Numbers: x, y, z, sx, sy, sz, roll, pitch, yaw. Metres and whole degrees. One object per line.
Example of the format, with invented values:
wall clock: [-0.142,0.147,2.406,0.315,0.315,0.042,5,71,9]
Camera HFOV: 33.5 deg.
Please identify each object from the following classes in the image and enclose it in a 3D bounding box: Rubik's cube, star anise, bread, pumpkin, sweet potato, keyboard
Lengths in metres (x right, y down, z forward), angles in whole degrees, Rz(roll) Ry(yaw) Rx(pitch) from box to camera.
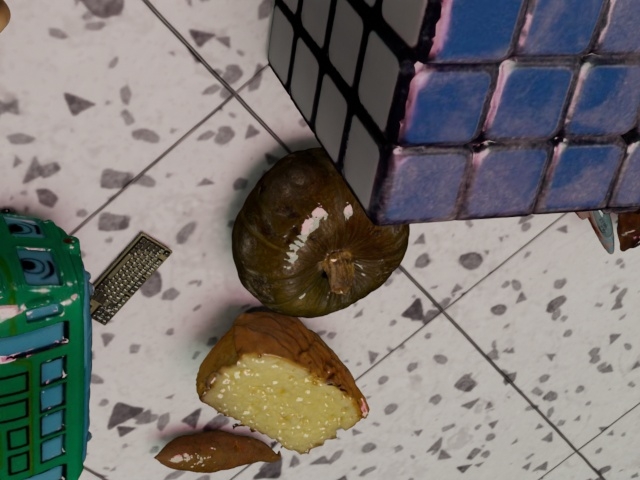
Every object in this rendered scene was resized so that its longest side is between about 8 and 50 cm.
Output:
Rubik's cube: [0.169,-0.246,1.016,0.344,0.344,0.337,-5,127,-23]
star anise: [0.460,-0.055,1.477,0.168,0.057,0.168,-25,135,-27]
bread: [-0.060,0.171,1.364,0.143,0.139,0.229,-42,131,12]
pumpkin: [0.000,0.000,1.248,0.219,0.162,0.219,-14,134,-15]
sweet potato: [-0.141,0.294,1.479,0.206,0.060,0.068,8,159,-31]
keyboard: [-0.235,0.047,1.268,0.129,0.015,0.049,-45,130,13]

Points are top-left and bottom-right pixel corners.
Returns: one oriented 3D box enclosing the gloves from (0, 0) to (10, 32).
gloves: [-0.363,-0.216,0.911,0.197,0.152,0.301,4,148,-35]

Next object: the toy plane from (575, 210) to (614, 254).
toy plane: [0.327,-0.095,1.367,0.223,0.104,0.326,-32,136,2]

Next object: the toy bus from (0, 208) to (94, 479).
toy bus: [-0.353,0.133,1.168,0.199,0.183,0.343,-8,129,-24]
